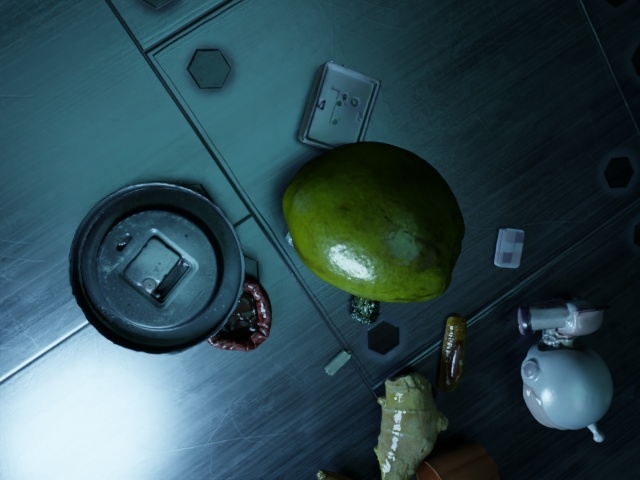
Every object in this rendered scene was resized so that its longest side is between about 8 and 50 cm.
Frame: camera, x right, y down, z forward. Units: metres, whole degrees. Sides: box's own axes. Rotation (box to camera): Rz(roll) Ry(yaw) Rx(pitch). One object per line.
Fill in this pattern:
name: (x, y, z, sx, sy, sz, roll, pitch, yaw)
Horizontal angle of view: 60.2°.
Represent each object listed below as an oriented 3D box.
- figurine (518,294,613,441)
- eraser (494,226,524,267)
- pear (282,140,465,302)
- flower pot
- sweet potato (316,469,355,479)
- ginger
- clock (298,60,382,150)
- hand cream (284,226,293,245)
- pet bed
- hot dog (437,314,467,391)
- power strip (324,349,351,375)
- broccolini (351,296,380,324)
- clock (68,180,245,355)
figurine: (0.645, 0.328, 1.458, 0.253, 0.211, 0.361, -4, 99, -12)
eraser: (0.504, 0.019, 1.471, 0.065, 0.026, 0.105, 6, 98, -10)
pear: (0.118, -0.047, 1.184, 0.413, 0.352, 0.351, 31, 93, 24)
flower pot: (0.376, 0.638, 1.479, 0.173, 0.191, 0.190, -22, 104, -19)
sweet potato: (0.097, 0.722, 1.456, 0.337, 0.131, 0.131, 43, 89, -15)
ginger: (0.218, 0.514, 1.442, 0.190, 0.126, 0.353, 17, 99, -1)
clock: (0.045, -0.303, 1.291, 0.147, 0.071, 0.191, 15, 96, -14)
hand cream: (0.000, 0.000, 1.347, 0.175, 0.046, 0.095, 19, 89, -17)
pet bed: (-0.210, 0.175, 1.330, 0.201, 0.053, 0.201, -1, 95, -8)
hot dog: (0.359, 0.307, 1.479, 0.066, 0.047, 0.215, 6, 98, -16)
power strip: (0.046, 0.314, 1.427, 0.083, 0.017, 0.027, -43, 106, -2)
broccolini: (0.171, 0.026, 1.388, 0.079, 0.074, 0.392, 23, 94, 26)
clock: (-0.358, 0.061, 1.238, 0.387, 0.076, 0.385, 0, 94, -5)
